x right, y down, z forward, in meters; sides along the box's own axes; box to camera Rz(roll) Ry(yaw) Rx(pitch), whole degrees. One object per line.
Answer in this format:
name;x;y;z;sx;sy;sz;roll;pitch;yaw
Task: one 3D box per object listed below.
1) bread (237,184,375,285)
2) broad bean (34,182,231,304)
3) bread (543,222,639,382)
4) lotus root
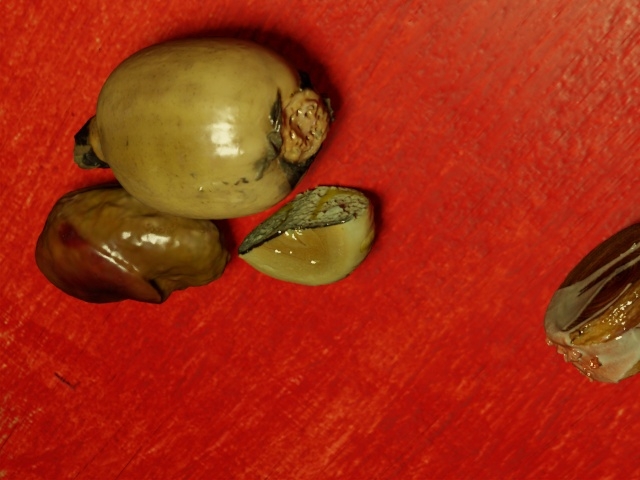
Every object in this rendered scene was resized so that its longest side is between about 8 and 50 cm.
bread;0.000;0.000;1.374;0.157;0.083;0.094;-32;103;38
broad bean;-0.208;0.011;1.453;0.228;0.122;0.156;6;143;26
bread;0.281;0.057;1.224;0.073;0.160;0.160;41;127;-13
lotus root;-0.139;-0.111;1.335;0.310;0.183;0.183;1;118;38
